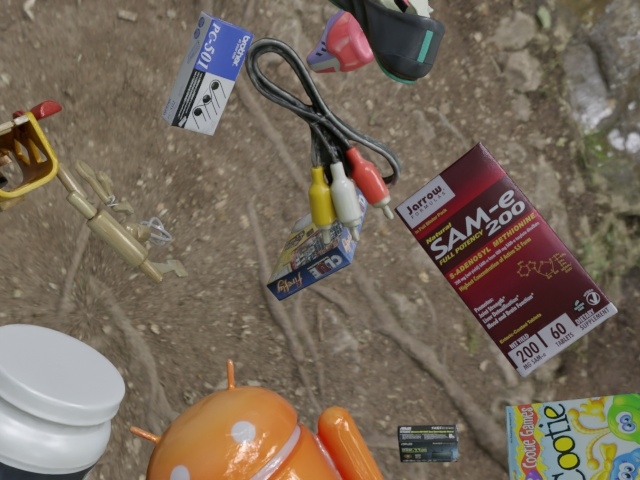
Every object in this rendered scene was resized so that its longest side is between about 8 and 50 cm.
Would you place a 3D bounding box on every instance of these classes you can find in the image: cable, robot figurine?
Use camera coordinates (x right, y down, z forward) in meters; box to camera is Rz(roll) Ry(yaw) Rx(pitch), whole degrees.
[{"bbox_3d":[0.012,-0.133,0.860,0.139,0.072,0.287,-22,119,11],"label":"cable"},{"bbox_3d":[-0.044,0.203,0.495,0.220,0.158,0.128,57,34,-5],"label":"robot figurine"}]

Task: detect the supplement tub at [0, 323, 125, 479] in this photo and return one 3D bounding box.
[{"bbox_3d":[-0.370,0.258,0.791,0.191,0.191,0.272,29,97,-14],"label":"supplement tub"}]

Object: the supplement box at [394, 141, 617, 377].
[{"bbox_3d":[0.209,0.021,0.780,0.130,0.073,0.239,-38,81,9],"label":"supplement box"}]

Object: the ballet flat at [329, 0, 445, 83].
[{"bbox_3d":[0.053,-0.222,0.606,0.074,0.074,0.203,-9,48,-20],"label":"ballet flat"}]

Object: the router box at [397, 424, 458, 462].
[{"bbox_3d":[0.220,0.416,1.372,0.122,0.092,0.038,-4,45,8],"label":"router box"}]

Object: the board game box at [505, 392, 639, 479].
[{"bbox_3d":[0.432,0.317,0.987,0.144,0.275,0.142,41,44,-44],"label":"board game box"}]

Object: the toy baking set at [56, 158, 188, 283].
[{"bbox_3d":[-0.262,-0.023,0.934,0.030,0.197,0.256,-37,113,7],"label":"toy baking set"}]

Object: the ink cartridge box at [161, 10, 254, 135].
[{"bbox_3d":[-0.209,-0.303,1.240,0.097,0.046,0.207,8,115,-46],"label":"ink cartridge box"}]

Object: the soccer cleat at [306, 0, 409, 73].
[{"bbox_3d":[0.055,-0.302,0.899,0.083,0.095,0.248,59,35,-31],"label":"soccer cleat"}]

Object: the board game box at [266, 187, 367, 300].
[{"bbox_3d":[0.000,0.000,1.274,0.042,0.165,0.243,51,28,-18],"label":"board game box"}]

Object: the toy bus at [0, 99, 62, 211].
[{"bbox_3d":[-0.419,-0.091,0.862,0.190,0.202,0.105,-23,106,7],"label":"toy bus"}]
